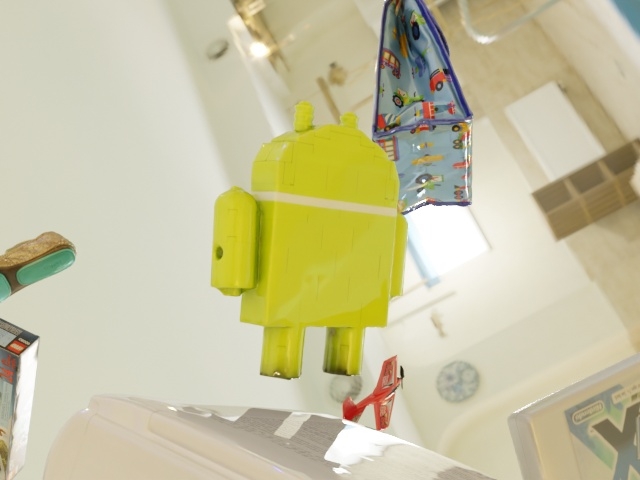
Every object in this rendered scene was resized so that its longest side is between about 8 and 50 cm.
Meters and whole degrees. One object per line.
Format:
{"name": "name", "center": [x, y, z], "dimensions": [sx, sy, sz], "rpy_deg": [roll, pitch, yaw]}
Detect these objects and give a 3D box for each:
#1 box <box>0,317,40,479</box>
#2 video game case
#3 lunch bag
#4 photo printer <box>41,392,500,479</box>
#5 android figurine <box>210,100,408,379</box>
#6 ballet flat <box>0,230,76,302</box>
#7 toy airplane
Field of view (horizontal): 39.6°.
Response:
{"name": "box", "center": [-0.432, 0.181, 1.083], "dimensions": [0.159, 0.233, 0.044], "rpy_deg": [23, -147, 8]}
{"name": "video game case", "center": [0.344, 0.263, 0.881], "dimensions": [0.036, 0.329, 0.300], "rpy_deg": [-13, 92, 57]}
{"name": "lunch bag", "center": [0.131, -0.217, 1.302], "dimensions": [0.221, 0.138, 0.293], "rpy_deg": [73, -172, -60]}
{"name": "photo printer", "center": [0.015, 0.186, 0.577], "dimensions": [0.256, 0.107, 0.307], "rpy_deg": [16, 176, 31]}
{"name": "android figurine", "center": [0.000, 0.000, 0.891], "dimensions": [0.248, 0.056, 0.273], "rpy_deg": [3, -91, -42]}
{"name": "ballet flat", "center": [-0.459, 0.045, 1.292], "dimensions": [0.067, 0.206, 0.073], "rpy_deg": [45, 147, 37]}
{"name": "toy airplane", "center": [0.076, 0.236, 1.307], "dimensions": [0.028, 0.151, 0.151], "rpy_deg": [28, 169, 32]}
